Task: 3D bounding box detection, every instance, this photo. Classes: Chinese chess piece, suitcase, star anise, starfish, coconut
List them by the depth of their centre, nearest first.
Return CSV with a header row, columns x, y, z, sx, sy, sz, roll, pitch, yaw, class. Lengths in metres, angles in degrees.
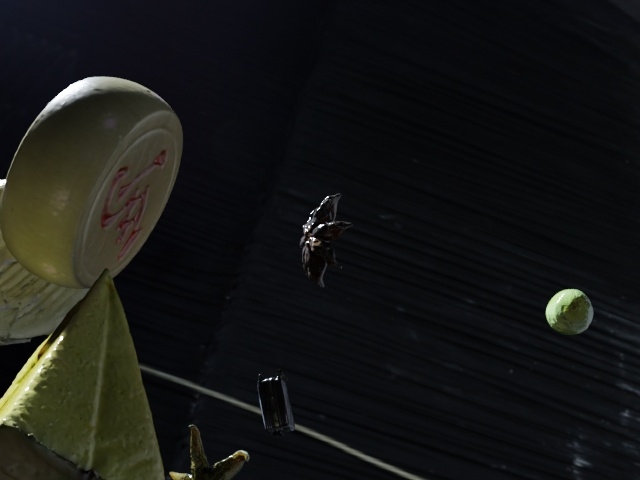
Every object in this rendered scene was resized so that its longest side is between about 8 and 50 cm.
x,y,z,sx,sy,sz,roll,pitch,yaw,class
-0.274,-0.070,0.820,0.273,0.102,0.273,25,-90,-86,Chinese chess piece
-0.001,0.001,0.950,0.141,0.042,0.141,-172,90,-70,star anise
-0.192,0.396,1.114,0.208,0.176,0.053,-23,-5,27,starfish
0.476,0.137,1.253,0.096,0.087,0.088,64,-136,-79,coconut
-0.092,0.343,1.378,0.086,0.059,0.126,71,-176,-66,suitcase

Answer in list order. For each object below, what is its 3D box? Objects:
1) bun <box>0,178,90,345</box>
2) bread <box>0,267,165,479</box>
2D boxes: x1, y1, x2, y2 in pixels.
x,y,z,sx,sy,sz,roll,pitch,yaw,class
-0.505,0.040,1.091,0.168,0.272,0.273,-7,61,59,bun
-0.224,0.176,0.642,0.167,0.163,0.264,-44,17,23,bread
